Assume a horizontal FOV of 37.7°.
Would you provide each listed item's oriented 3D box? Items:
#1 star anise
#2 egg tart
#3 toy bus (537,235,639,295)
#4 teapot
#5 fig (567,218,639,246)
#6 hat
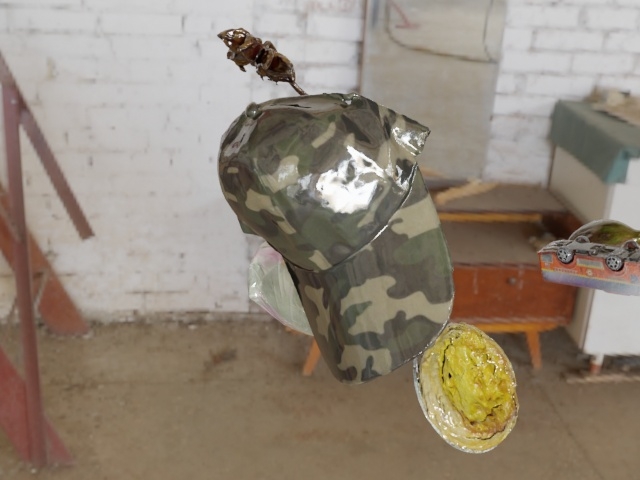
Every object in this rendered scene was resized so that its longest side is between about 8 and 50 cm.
[{"bbox_3d":[-0.108,-0.338,1.777,0.177,0.073,0.234,33,-3,16],"label":"star anise"},{"bbox_3d":[0.246,0.259,1.640,0.234,0.234,0.094,-18,-9,-41],"label":"egg tart"},{"bbox_3d":[0.441,0.039,1.489,0.065,0.077,0.192,-29,25,-37],"label":"toy bus"},{"bbox_3d":[-0.022,0.042,1.589,0.178,0.221,0.163,17,-19,25],"label":"teapot"},{"bbox_3d":[0.498,0.013,1.618,0.155,0.109,0.103,-16,-27,41],"label":"fig"},{"bbox_3d":[0.000,0.000,1.326,0.257,0.366,0.381,20,50,-38],"label":"hat"}]
